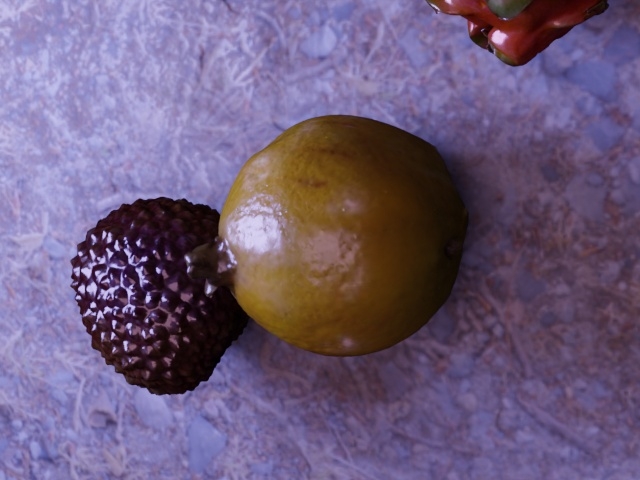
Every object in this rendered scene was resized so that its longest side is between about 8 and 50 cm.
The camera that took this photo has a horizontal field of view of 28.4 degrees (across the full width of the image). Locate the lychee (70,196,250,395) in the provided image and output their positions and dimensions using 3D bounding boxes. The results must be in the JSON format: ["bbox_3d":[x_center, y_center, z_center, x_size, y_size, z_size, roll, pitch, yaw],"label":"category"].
[{"bbox_3d":[-0.150,0.043,1.206,0.188,0.188,0.188,5,102,23],"label":"lychee"}]

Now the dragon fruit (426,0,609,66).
[{"bbox_3d":[0.154,-0.262,0.995,0.224,0.224,0.227,-25,96,26],"label":"dragon fruit"}]

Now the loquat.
[{"bbox_3d":[0.000,0.000,1.103,0.246,0.213,0.213,-12,97,-15],"label":"loquat"}]
